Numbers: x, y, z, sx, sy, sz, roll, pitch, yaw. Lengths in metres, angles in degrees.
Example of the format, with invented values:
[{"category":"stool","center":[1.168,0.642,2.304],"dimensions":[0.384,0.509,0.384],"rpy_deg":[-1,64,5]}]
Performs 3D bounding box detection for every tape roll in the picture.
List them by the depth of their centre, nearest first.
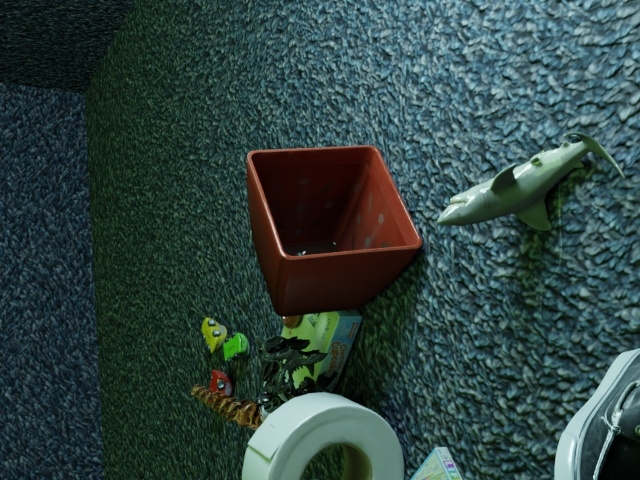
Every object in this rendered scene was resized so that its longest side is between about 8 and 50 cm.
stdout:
[{"category":"tape roll","center":[0.005,0.418,1.622],"dimensions":[0.100,0.286,0.286],"rpy_deg":[12,97,61]}]

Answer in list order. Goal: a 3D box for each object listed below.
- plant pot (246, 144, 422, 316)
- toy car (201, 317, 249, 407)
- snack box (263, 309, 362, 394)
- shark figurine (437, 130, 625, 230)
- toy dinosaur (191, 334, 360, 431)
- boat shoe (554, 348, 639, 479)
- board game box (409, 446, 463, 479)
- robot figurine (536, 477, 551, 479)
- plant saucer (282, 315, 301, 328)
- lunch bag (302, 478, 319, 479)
[{"category":"plant pot","center":[0.000,0.000,1.736],"dimensions":[0.236,0.267,0.267],"rpy_deg":[107,150,-46]},{"category":"toy car","center":[-0.228,0.287,2.287],"dimensions":[0.225,0.053,0.239],"rpy_deg":[-37,56,53]},{"category":"snack box","center":[-0.022,0.238,1.918],"dimensions":[0.187,0.060,0.322],"rpy_deg":[53,131,50]},{"category":"shark figurine","center":[0.326,-0.074,1.339],"dimensions":[0.278,0.166,0.116],"rpy_deg":[-28,87,37]},{"category":"toy dinosaur","center":[-0.070,0.302,1.729],"dimensions":[0.164,0.322,0.218],"rpy_deg":[15,95,51]},{"category":"boat shoe","center":[0.367,0.220,1.048],"dimensions":[0.102,0.301,0.108],"rpy_deg":[-28,99,47]},{"category":"board game box","center":[0.190,0.439,1.553],"dimensions":[0.154,0.026,0.103],"rpy_deg":[-62,37,36]},{"category":"robot figurine","center":[0.277,0.467,1.256],"dimensions":[0.209,0.173,0.278],"rpy_deg":[-118,41,-61]},{"category":"plant saucer","center":[-0.059,0.144,1.922],"dimensions":[0.083,0.013,0.083],"rpy_deg":[-20,67,59]},{"category":"lunch bag","center":[-0.022,0.603,1.851],"dimensions":[0.219,0.090,0.176],"rpy_deg":[53,129,48]}]
